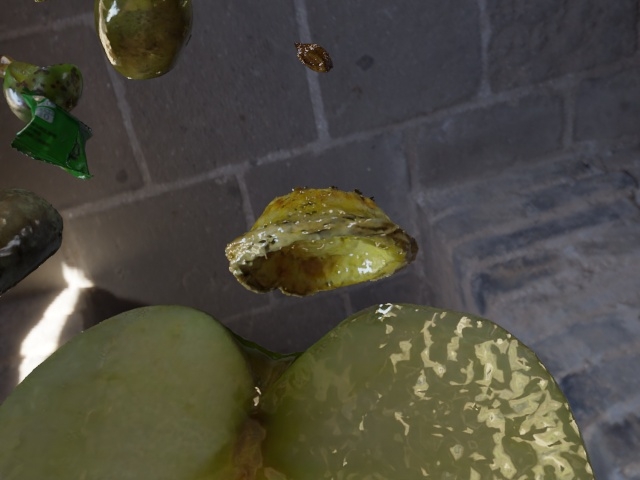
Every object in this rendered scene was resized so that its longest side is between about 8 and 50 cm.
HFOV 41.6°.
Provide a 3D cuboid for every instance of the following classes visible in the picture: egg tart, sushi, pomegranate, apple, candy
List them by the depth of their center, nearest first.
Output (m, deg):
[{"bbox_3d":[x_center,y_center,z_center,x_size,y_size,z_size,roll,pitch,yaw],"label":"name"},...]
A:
[{"bbox_3d":[-0.048,0.198,0.453,0.312,0.360,0.320,28,139,-19],"label":"apple"},{"bbox_3d":[-0.001,-0.001,0.935,0.213,0.090,0.212,-5,163,-2],"label":"egg tart"},{"bbox_3d":[-0.444,-0.185,1.436,0.078,0.203,0.141,-35,126,10],"label":"candy"},{"bbox_3d":[-0.532,-0.277,1.570,0.169,0.143,0.122,8,108,9],"label":"pomegranate"},{"bbox_3d":[-0.008,-0.388,1.774,0.050,0.047,0.099,-24,131,40],"label":"sushi"}]

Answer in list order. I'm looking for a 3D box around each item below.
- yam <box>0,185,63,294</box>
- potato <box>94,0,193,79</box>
[{"bbox_3d":[-0.237,0.048,0.462,0.061,0.274,0.061,8,119,14],"label":"yam"},{"bbox_3d":[-0.338,-0.429,1.624,0.197,0.148,0.228,7,136,19],"label":"potato"}]
